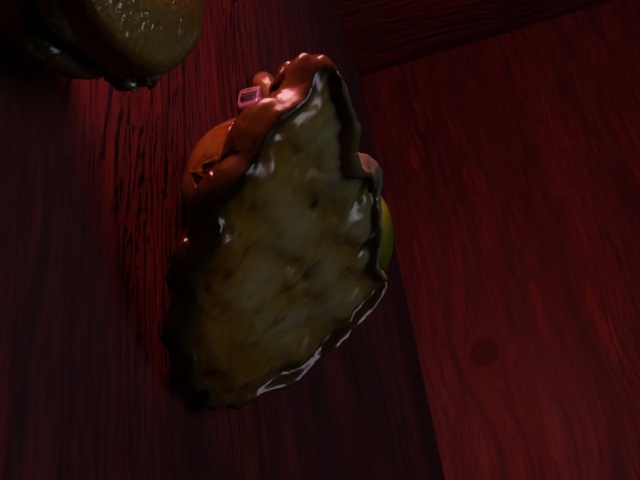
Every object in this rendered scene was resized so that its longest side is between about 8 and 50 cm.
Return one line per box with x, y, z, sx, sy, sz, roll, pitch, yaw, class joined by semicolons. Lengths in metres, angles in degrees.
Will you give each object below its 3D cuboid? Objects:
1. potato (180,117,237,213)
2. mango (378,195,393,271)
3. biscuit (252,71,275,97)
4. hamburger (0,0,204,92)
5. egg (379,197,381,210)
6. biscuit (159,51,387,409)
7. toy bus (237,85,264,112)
-0.079;-0.045;0.805;0.137;0.137;0.176;-87;180;-59;potato
0.060;-0.003;1.416;0.273;0.149;0.185;55;29;-70;mango
-0.047;-0.164;1.241;0.164;0.047;0.208;37;-32;65;biscuit
-0.168;-0.201;0.539;0.189;0.122;0.215;-68;146;-63;hamburger
-0.001;-0.002;1.014;0.264;0.174;0.286;21;59;-73;egg
-0.021;-0.010;0.718;0.329;0.078;0.335;-24;132;-51;biscuit
-0.087;-0.162;1.167;0.052;0.037;0.130;-84;158;-52;toy bus
